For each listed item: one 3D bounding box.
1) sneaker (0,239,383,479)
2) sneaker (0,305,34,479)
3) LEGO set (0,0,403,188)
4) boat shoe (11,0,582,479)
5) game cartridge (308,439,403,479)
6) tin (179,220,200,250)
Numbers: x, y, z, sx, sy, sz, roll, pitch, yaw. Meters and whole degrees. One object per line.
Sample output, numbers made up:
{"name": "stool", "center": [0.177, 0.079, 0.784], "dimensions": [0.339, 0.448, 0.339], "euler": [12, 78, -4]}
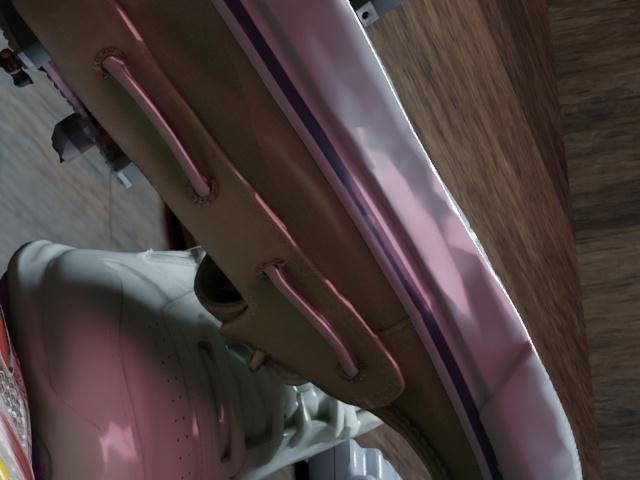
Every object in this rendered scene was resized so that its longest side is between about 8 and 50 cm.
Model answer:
{"name": "sneaker", "center": [-0.038, 0.043, 0.720], "dimensions": [0.305, 0.152, 0.114], "euler": [-40, 122, -79]}
{"name": "sneaker", "center": [-0.138, 0.024, 0.543], "dimensions": [0.093, 0.088, 0.225], "euler": [-112, -166, -83]}
{"name": "LEGO set", "center": [-0.107, -0.179, 0.685], "dimensions": [0.255, 0.192, 0.331], "euler": [56, 0, 28]}
{"name": "boat shoe", "center": [0.000, 0.000, 0.632], "dimensions": [0.302, 0.094, 0.109], "euler": [59, 1, -30]}
{"name": "game cartridge", "center": [0.052, 0.271, 1.180], "dimensions": [0.297, 0.062, 0.198], "euler": [58, 31, -58]}
{"name": "tin", "center": [-0.041, -0.022, 1.027], "dimensions": [0.190, 0.040, 0.106], "euler": [-54, 137, -71]}
